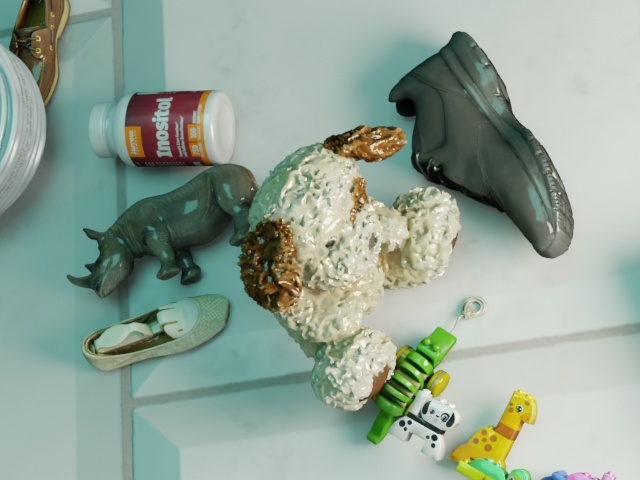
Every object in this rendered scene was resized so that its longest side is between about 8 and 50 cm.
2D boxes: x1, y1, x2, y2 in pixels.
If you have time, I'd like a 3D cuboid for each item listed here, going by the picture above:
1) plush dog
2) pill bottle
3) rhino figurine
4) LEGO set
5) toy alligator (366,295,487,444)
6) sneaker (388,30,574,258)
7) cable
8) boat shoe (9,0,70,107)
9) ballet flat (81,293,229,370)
[{"bbox_3d":[0.000,0.000,1.304,0.210,0.225,0.262,19,59,23],"label":"plush dog"},{"bbox_3d":[-0.179,-0.125,1.500,0.152,0.086,0.086,-1,68,15],"label":"pill bottle"},{"bbox_3d":[-0.167,-0.006,1.457,0.243,0.073,0.106,-24,69,6],"label":"rhino figurine"},{"bbox_3d":[0.192,0.197,1.271,0.227,0.087,0.093,27,93,22],"label":"LEGO set"},{"bbox_3d":[0.104,0.123,1.345,0.056,0.051,0.189,34,80,23],"label":"toy alligator"},{"bbox_3d":[0.168,-0.084,1.397,0.130,0.109,0.286,-31,55,7],"label":"sneaker"},{"bbox_3d":[-0.440,-0.121,1.542,0.257,0.089,0.257,-47,64,6],"label":"cable"},{"bbox_3d":[-0.350,-0.234,1.602,0.064,0.060,0.178,2,69,15],"label":"boat shoe"},{"bbox_3d":[-0.177,0.098,1.427,0.168,0.052,0.057,-23,64,4],"label":"ballet flat"}]
